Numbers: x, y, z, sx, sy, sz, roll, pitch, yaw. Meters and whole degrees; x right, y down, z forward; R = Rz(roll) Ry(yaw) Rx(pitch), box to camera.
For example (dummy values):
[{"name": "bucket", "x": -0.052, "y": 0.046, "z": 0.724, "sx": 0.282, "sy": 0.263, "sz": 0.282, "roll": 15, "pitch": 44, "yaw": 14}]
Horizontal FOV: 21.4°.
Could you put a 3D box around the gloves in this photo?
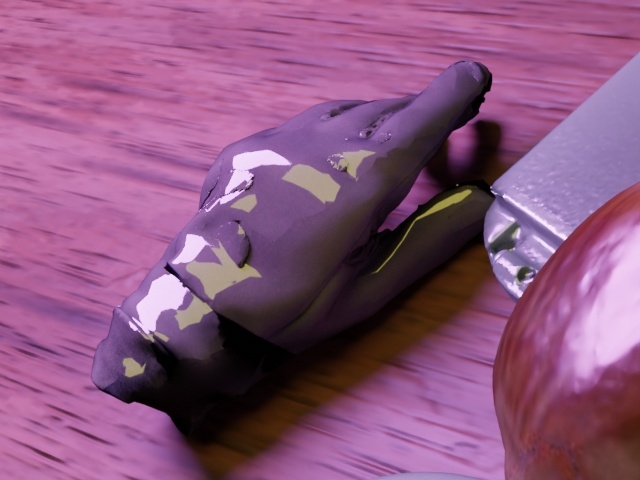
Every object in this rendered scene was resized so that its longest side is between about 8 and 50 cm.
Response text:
[{"name": "gloves", "x": -0.005, "y": 0.000, "z": 0.954, "sx": 0.285, "sy": 0.119, "sz": 0.142, "roll": -44, "pitch": 69, "yaw": -12}]

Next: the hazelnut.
[{"name": "hazelnut", "x": 0.169, "y": 0.056, "z": 0.677, "sx": 0.214, "sy": 0.176, "sz": 0.214, "roll": -25, "pitch": 17, "yaw": 8}]

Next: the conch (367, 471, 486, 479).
[{"name": "conch", "x": 0.049, "y": 0.192, "z": 0.707, "sx": 0.221, "sy": 0.121, "sz": 0.185, "roll": 12, "pitch": 89, "yaw": 40}]

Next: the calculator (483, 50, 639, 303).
[{"name": "calculator", "x": 0.192, "y": -0.050, "z": 0.877, "sx": 0.246, "sy": 0.045, "sz": 0.141, "roll": -43, "pitch": 37, "yaw": -5}]
